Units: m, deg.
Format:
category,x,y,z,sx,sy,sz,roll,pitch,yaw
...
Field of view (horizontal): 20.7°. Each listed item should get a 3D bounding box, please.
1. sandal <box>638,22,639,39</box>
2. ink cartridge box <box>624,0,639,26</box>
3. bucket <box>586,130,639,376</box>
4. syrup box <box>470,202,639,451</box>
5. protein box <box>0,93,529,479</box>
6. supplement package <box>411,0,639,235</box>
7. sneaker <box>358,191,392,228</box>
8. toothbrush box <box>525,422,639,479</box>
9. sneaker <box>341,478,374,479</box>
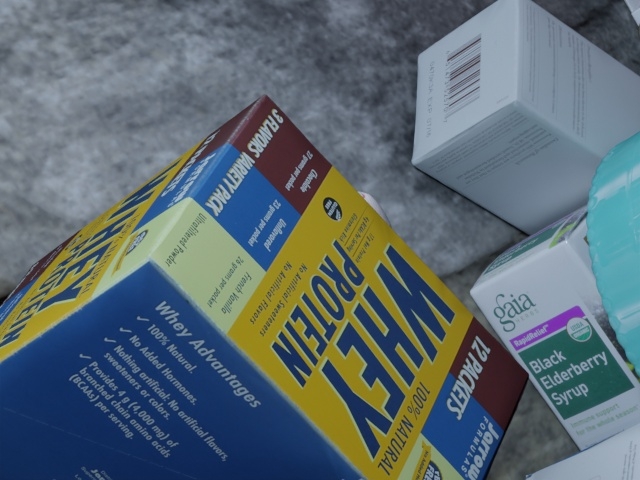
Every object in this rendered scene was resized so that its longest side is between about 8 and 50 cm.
category,x,y,z,sx,sy,sz,roll,pitch,yaw
sandal,0.315,-0.112,1.483,0.072,0.049,0.180,-17,75,-33
ink cartridge box,0.344,-0.179,1.548,0.104,0.060,0.180,-26,85,-49
bucket,0.320,0.002,1.150,0.281,0.183,0.281,24,52,-36
syrup box,0.217,0.093,1.211,0.237,0.093,0.096,54,40,-4
protein box,-0.048,0.078,0.858,0.200,0.201,0.136,46,40,-13
supplement package,0.165,-0.076,1.259,0.179,0.105,0.105,29,48,-30
sneaker,0.000,0.000,1.083,0.134,0.051,0.070,18,51,-42
toothbrush box,0.256,0.286,1.098,0.295,0.126,0.216,38,42,-21
sneaker,-0.074,0.204,0.685,0.319,0.131,0.112,-33,106,-7
